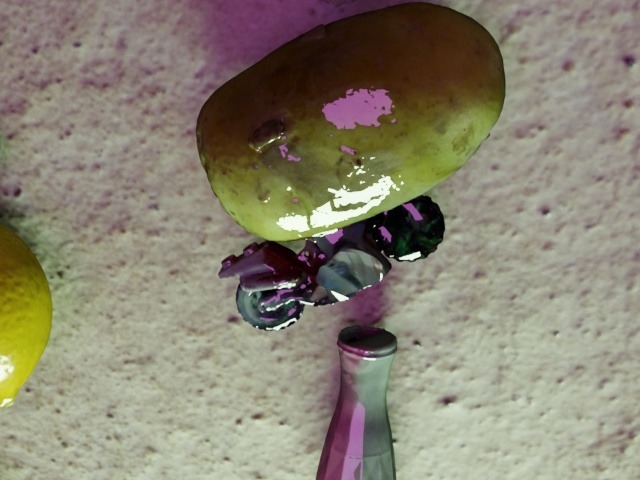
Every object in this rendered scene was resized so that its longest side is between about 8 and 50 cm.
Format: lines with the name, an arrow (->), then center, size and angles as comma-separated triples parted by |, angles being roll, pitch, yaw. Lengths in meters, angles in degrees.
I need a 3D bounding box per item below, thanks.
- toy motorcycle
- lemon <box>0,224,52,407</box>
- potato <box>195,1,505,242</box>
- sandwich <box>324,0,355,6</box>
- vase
toy motorcycle -> 0.000, 0.000, 0.814 | 0.213, 0.082, 0.122 | -29, 103, 18
lemon -> -0.343, 0.070, 0.857 | 0.178, 0.178, 0.203 | -25, 101, 18
potato -> 0.009, -0.107, 0.719 | 0.271, 0.111, 0.160 | -20, 62, 14
sandwich -> -0.042, -0.315, 0.667 | 0.250, 0.162, 0.301 | -27, 100, 23
vase -> 0.038, 0.192, 0.881 | 0.086, 0.086, 0.214 | 6, 107, 9
